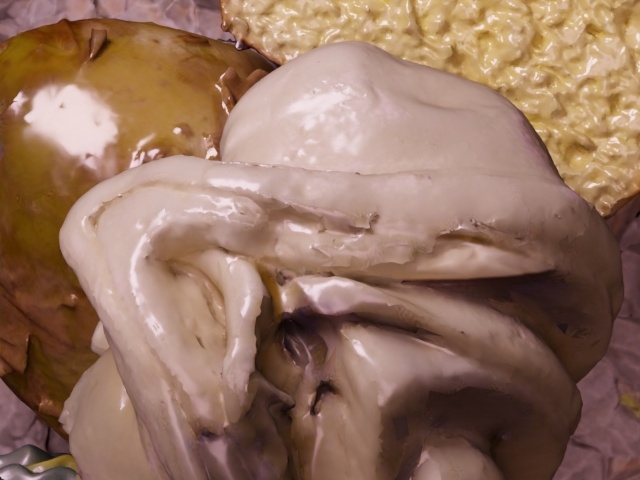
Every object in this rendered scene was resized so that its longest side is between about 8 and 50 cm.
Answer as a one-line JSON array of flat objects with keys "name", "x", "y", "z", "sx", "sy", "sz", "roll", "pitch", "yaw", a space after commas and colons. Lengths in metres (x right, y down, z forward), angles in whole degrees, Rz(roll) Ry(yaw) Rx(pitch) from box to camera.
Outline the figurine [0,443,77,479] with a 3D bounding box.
[{"name": "figurine", "x": -0.281, "y": 0.234, "z": 1.357, "sx": 0.382, "sy": 0.261, "sz": 0.186, "roll": -5, "pitch": 63, "yaw": 20}]

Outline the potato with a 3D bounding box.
[{"name": "potato", "x": -0.157, "y": -0.003, "z": 1.272, "sx": 0.246, "sy": 0.196, "sz": 0.299, "roll": 20, "pitch": 99, "yaw": 39}]

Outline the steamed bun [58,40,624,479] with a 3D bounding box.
[{"name": "steamed bun", "x": 0.016, "y": 0.083, "z": 1.118, "sx": 0.352, "sy": 0.247, "sz": 0.339, "roll": -20, "pitch": 124, "yaw": -10}]

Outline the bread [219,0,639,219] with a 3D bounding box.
[{"name": "bread", "x": 0.102, "y": -0.153, "z": 1.289, "sx": 0.340, "sy": 0.179, "sz": 0.194, "roll": 28, "pitch": 100, "yaw": -1}]
